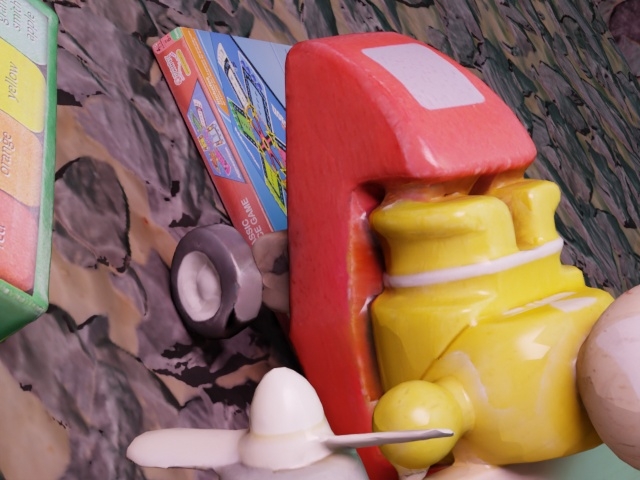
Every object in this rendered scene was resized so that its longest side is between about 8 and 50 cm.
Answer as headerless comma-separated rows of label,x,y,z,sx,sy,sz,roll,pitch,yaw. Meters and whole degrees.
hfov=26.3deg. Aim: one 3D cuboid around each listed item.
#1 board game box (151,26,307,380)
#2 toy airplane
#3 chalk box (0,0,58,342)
board game box,0.000,0.000,0.850,0.145,0.027,0.281,-3,65,-62
toy airplane,0.103,0.115,0.628,0.384,0.272,0.386,36,51,-19
chalk box,-0.161,-0.029,0.392,0.132,0.213,0.132,37,34,-38
